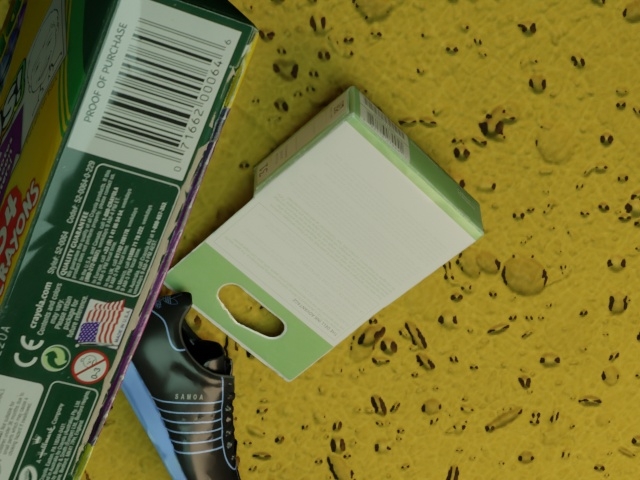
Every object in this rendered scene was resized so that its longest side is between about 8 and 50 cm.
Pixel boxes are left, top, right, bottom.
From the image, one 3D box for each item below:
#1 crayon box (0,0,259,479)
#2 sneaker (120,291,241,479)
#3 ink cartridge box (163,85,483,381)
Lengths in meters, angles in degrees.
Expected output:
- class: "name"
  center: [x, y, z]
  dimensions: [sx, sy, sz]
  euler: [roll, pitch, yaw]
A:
- class: "crayon box"
  center: [-0.193, -0.042, 1.117]
  dimensions: [0.106, 0.313, 0.363]
  euler: [16, 105, -25]
- class: "sneaker"
  center: [-0.105, 0.151, 1.350]
  dimensions: [0.090, 0.081, 0.232]
  euler: [-26, 115, 3]
- class: "ink cartridge box"
  center: [0.000, 0.000, 1.336]
  dimensions: [0.235, 0.056, 0.171]
  euler: [-38, 118, 23]
